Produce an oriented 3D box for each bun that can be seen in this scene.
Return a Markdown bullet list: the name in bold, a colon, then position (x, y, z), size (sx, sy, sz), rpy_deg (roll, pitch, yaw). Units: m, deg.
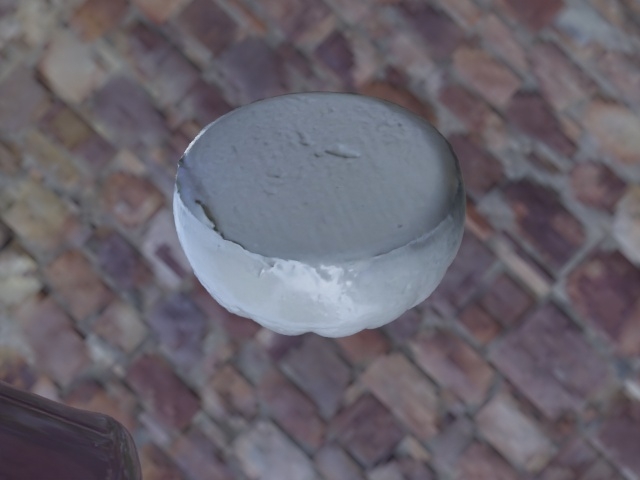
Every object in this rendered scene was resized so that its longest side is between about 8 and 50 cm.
- **bun**: position (0.000, 0.000, 0.877), size (0.138, 0.138, 0.094), rpy_deg (48, 148, 44)

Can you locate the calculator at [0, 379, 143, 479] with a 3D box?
- **calculator**: position (-0.165, 0.097, 0.750), size (0.194, 0.043, 0.294), rpy_deg (21, -169, -1)
